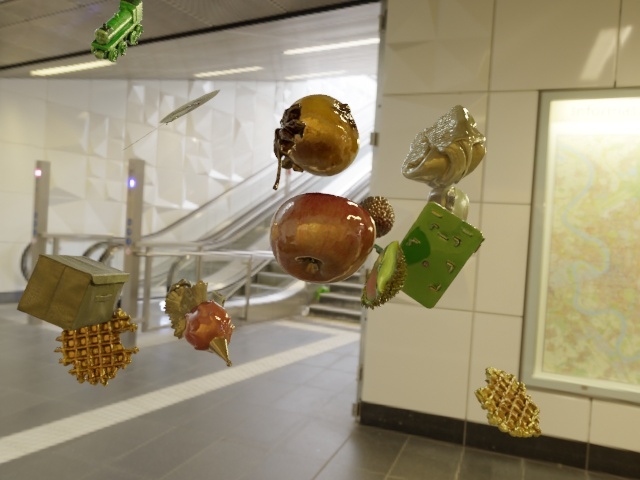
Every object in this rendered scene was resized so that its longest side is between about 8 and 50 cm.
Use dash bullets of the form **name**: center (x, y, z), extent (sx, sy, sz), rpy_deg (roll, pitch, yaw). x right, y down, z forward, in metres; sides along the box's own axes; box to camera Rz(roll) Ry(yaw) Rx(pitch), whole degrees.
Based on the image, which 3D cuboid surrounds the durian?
- **durian**: center (0.185, 0.115, 1.467), extent (0.096, 0.220, 0.137), rpy_deg (31, -38, -1)

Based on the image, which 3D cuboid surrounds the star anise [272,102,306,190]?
- **star anise**: center (-0.092, -0.273, 1.427), extent (0.073, 0.233, 0.177), rpy_deg (12, -41, -20)

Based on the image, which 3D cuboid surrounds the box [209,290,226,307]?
- **box**: center (-0.363, 0.223, 1.821), extent (0.054, 0.083, 0.024), rpy_deg (27, 20, 24)

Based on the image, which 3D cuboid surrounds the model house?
- **model house**: center (0.346, -0.007, 1.786), extent (0.340, 0.300, 0.324), rpy_deg (35, 19, 13)

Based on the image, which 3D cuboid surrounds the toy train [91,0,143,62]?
- **toy train**: center (-0.622, -0.648, 1.608), extent (0.085, 0.251, 0.119), rpy_deg (18, -43, -4)

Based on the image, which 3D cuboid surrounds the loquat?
- **loquat**: center (-0.017, -0.389, 2.029), extent (0.359, 0.328, 0.328), rpy_deg (-37, -18, 24)

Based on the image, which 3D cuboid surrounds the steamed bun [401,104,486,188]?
- **steamed bun**: center (0.558, -0.374, 2.259), extent (0.255, 0.367, 0.343), rpy_deg (38, -37, -24)

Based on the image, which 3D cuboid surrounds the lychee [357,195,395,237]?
- **lychee**: center (0.196, -0.079, 1.964), extent (0.165, 0.197, 0.165), rpy_deg (26, -24, 12)

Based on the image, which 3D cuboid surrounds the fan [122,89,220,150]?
- **fan**: center (-0.394, -0.319, 1.387), extent (0.191, 0.009, 0.329), rpy_deg (1, 38, 44)

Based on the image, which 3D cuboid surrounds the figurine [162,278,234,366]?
- **figurine**: center (-0.356, 0.250, 1.623), extent (0.387, 0.207, 0.166), rpy_deg (31, 3, 41)

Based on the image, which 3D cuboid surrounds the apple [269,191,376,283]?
- **apple**: center (0.000, 0.000, 1.702), extent (0.345, 0.269, 0.344), rpy_deg (15, -20, 6)

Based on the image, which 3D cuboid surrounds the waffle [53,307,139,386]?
- **waffle**: center (-0.652, 0.300, 1.534), extent (0.229, 0.231, 0.051), rpy_deg (39, -12, 4)

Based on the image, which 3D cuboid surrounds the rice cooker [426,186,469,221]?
- **rice cooker**: center (0.488, -0.128, 2.001), extent (0.127, 0.145, 0.206), rpy_deg (8, -13, 35)

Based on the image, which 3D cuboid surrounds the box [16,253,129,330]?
- **box**: center (-0.633, 0.131, 1.370), extent (0.156, 0.148, 0.231), rpy_deg (21, -2, 2)

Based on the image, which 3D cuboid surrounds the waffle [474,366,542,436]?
- **waffle**: center (0.638, 0.551, 1.798), extent (0.291, 0.051, 0.291), rpy_deg (21, 36, -17)
